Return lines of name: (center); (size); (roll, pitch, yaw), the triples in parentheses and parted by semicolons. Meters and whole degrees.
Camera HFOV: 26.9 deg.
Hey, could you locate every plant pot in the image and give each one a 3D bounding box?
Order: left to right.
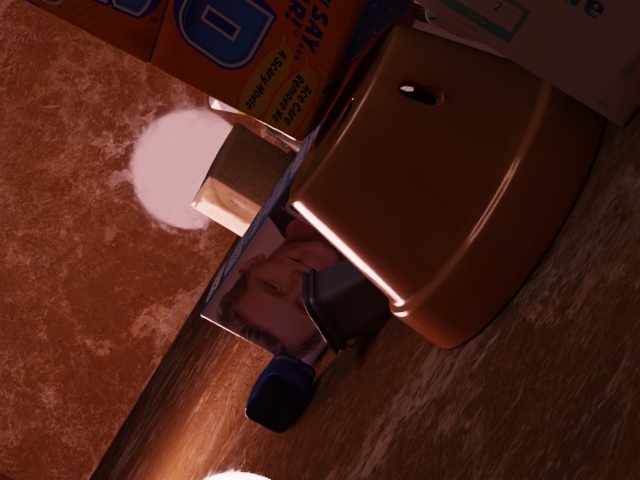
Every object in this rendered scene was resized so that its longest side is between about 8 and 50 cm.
plant pot: (0.104, -0.070, 1.278); (0.291, 0.203, 0.291); (-58, 9, 15)

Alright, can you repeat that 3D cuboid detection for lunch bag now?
lunch bag: (-0.050, 0.194, 1.759); (0.098, 0.067, 0.065); (-55, 10, 26)

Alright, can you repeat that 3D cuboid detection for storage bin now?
storage bin: (0.040, 0.071, 1.615); (0.091, 0.098, 0.135); (-30, 13, 9)

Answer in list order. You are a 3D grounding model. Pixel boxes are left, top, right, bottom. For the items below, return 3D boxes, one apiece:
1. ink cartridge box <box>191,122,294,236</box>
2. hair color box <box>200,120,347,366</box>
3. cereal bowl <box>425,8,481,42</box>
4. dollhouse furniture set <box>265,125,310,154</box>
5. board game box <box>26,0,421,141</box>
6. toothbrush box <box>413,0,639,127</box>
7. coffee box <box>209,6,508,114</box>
ink cartridge box: (-0.097, -0.082, 2.452); (0.088, 0.234, 0.193); (-53, 10, 35)
hair color box: (0.000, 0.000, 1.772); (0.347, 0.174, 0.105); (-55, 11, 33)
cereal bowl: (0.264, -0.374, 1.565); (0.339, 0.141, 0.339); (-58, 13, 22)
dollhouse furniture set: (0.089, -0.236, 2.398); (0.303, 0.174, 0.355); (-48, 37, -4)
board game box: (-0.053, -0.386, 1.399); (0.356, 0.356, 0.357); (-50, -15, -57)
toothbrush box: (0.219, -0.261, 1.218); (0.126, 0.216, 0.295); (-56, 10, 30)
coffee box: (0.056, -0.359, 1.866); (0.338, 0.334, 0.338); (139, 139, -68)
